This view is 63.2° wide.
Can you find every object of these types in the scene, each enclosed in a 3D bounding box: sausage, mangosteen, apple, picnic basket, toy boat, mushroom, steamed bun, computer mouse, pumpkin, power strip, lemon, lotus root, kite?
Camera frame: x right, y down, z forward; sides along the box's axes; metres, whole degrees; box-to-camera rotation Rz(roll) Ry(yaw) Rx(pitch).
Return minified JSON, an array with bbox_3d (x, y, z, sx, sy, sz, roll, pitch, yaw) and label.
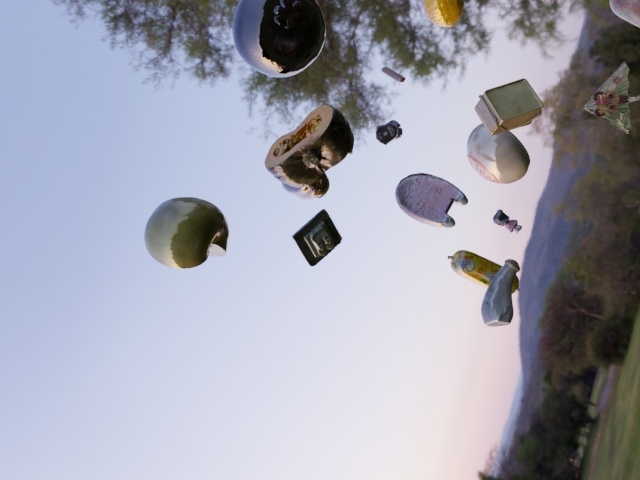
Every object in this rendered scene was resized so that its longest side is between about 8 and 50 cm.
[{"bbox_3d":[0.727,0.142,2.314,0.123,0.347,0.123,25,-90,-84],"label":"sausage"},{"bbox_3d":[-0.182,-0.850,2.142,0.435,0.382,0.382,-177,103,-71],"label":"mangosteen"},{"bbox_3d":[-0.469,-0.041,1.847,0.295,0.258,0.233,-15,-57,-70],"label":"apple"},{"bbox_3d":[0.540,-0.383,1.498,0.079,0.164,0.115,107,143,-68],"label":"picnic basket"},{"bbox_3d":[0.340,-0.124,1.629,0.155,0.227,0.085,-60,-27,-5],"label":"toy boat"},{"bbox_3d":[0.645,0.190,1.869,0.118,0.103,0.270,-34,29,56],"label":"mushroom"},{"bbox_3d":[0.580,-0.279,1.748,0.145,0.232,0.232,-42,-27,3],"label":"steamed bun"},{"bbox_3d":[0.324,-0.504,2.411,0.057,0.172,0.099,-28,-82,-34],"label":"computer mouse"},{"bbox_3d":[-0.035,-0.300,1.747,0.139,0.317,0.221,41,-153,-40],"label":"pumpkin"},{"bbox_3d":[0.000,0.000,2.225,0.198,0.064,0.213,-44,-51,-14],"label":"power strip"},{"bbox_3d":[0.449,-0.855,1.890,0.187,0.142,0.142,46,-120,-46],"label":"lemon"},{"bbox_3d":[-0.077,-0.286,2.499,0.179,0.397,0.196,-48,-68,-6],"label":"lotus root"},{"bbox_3d":[1.260,-0.595,2.214,0.013,0.268,0.323,-62,-40,-52],"label":"kite"}]

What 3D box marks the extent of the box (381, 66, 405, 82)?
[{"bbox_3d":[0.332,-0.757,2.380,0.048,0.115,0.025,-27,-32,-47],"label":"box"}]

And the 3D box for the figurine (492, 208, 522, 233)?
[{"bbox_3d":[0.800,-0.082,2.225,0.072,0.129,0.054,-53,-28,-6],"label":"figurine"}]

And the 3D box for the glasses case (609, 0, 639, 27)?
[{"bbox_3d":[1.021,-0.637,1.459,0.098,0.425,0.156,-37,-28,-17],"label":"glasses case"}]
